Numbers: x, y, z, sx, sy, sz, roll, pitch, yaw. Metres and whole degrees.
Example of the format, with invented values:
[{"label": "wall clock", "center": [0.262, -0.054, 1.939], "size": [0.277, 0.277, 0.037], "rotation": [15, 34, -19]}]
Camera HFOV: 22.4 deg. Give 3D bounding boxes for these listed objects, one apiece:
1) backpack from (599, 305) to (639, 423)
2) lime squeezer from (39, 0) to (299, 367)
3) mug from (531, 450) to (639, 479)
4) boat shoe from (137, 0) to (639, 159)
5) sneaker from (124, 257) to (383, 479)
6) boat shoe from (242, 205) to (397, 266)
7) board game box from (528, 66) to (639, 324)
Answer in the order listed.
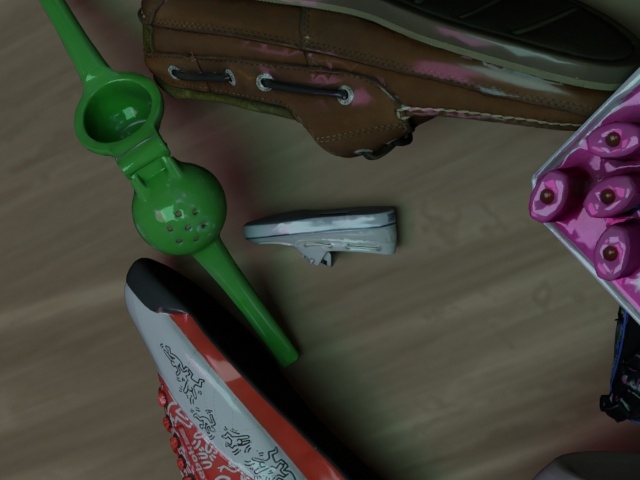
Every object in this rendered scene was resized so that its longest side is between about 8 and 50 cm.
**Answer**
[{"label": "backpack", "center": [0.217, 0.043, 0.886], "size": [0.105, 0.084, 0.114], "rotation": [12, 115, 19]}, {"label": "lime squeezer", "center": [-0.099, -0.054, 0.982], "size": [0.059, 0.110, 0.310], "rotation": [-34, 91, 17]}, {"label": "mug", "center": [0.231, 0.297, 0.857], "size": [0.374, 0.276, 0.328], "rotation": [8, 93, 13]}, {"label": "boat shoe", "center": [0.035, -0.102, 0.917], "size": [0.307, 0.111, 0.104], "rotation": [20, 117, 27]}, {"label": "sneaker", "center": [-0.066, 0.150, 1.021], "size": [0.145, 0.090, 0.270], "rotation": [-43, 90, 10]}, {"label": "boat shoe", "center": [0.000, 0.000, 0.996], "size": [0.100, 0.035, 0.035], "rotation": [-4, 101, 17]}, {"label": "board game box", "center": [0.347, -0.016, 0.713], "size": [0.390, 0.050, 0.390], "rotation": [48, 110, 13]}]
